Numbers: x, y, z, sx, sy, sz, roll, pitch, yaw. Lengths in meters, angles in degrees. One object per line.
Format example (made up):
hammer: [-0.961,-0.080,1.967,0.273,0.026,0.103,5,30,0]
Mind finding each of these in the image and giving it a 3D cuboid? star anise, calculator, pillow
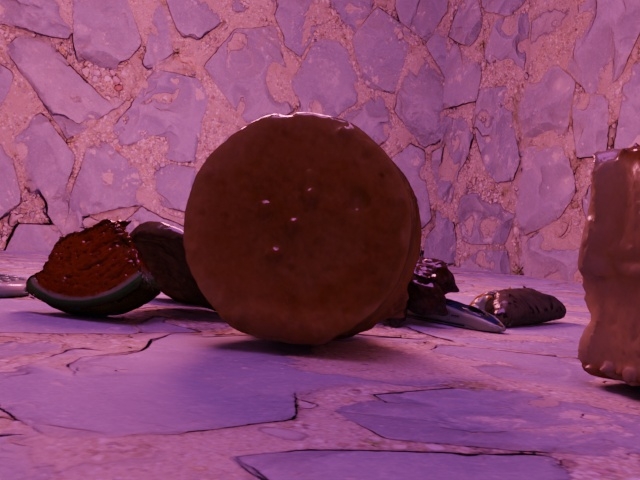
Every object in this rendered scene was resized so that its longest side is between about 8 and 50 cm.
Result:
star anise: [0.137,0.079,1.422,0.223,0.109,0.236,1,19,22]
calculator: [-0.709,0.080,1.486,0.295,0.042,0.184,6,2,9]
pillow: [0.400,0.125,1.500,0.241,0.051,0.093,-2,41,-44]

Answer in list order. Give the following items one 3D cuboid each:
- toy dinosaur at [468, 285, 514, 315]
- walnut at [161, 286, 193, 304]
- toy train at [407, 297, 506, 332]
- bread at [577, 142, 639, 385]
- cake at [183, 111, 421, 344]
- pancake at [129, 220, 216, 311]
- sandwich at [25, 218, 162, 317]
toy dinosaur: [0.334,0.141,1.590,0.142,0.057,0.212,-14,-11,4]
walnut: [-0.257,0.066,1.536,0.245,0.137,0.137,9,4,42]
toy train: [0.246,0.133,1.420,0.055,0.048,0.252,0,3,-37]
bread: [0.528,0.051,0.816,0.390,0.279,0.371,5,2,-18]
cake: [-0.006,-0.006,1.131,0.332,0.332,0.321,4,-4,10]
pancake: [-0.228,0.045,1.329,0.242,0.050,0.242,23,-27,12]
sandwich: [-0.372,0.059,1.254,0.235,0.159,0.079,-18,-27,17]
